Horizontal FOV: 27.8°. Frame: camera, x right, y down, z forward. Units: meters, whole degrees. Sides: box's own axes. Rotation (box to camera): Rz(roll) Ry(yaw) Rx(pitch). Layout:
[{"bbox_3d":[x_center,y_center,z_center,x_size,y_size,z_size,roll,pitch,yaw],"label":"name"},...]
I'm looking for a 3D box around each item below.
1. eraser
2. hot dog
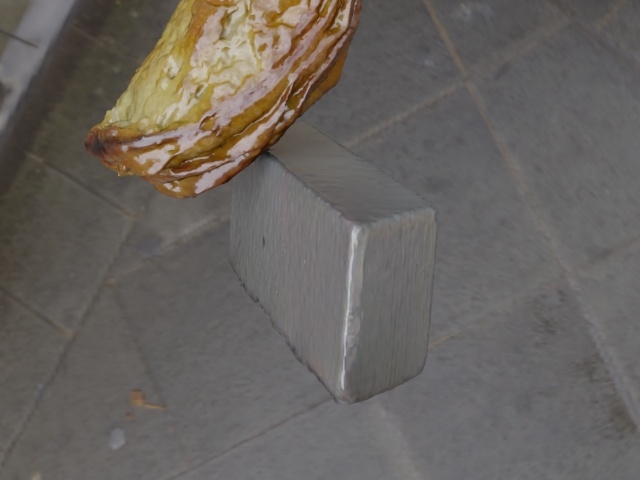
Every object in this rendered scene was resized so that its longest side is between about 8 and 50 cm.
[{"bbox_3d":[0.001,0.000,0.888,0.077,0.352,0.111,1,105,-16],"label":"eraser"},{"bbox_3d":[-0.054,-0.143,0.929,0.114,0.175,0.259,35,83,-20],"label":"hot dog"}]
